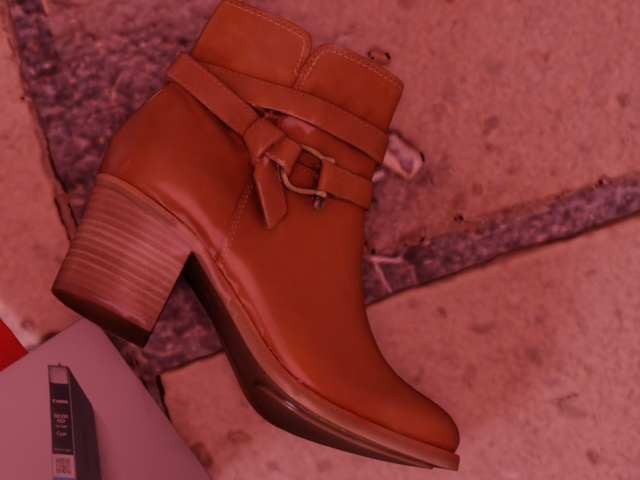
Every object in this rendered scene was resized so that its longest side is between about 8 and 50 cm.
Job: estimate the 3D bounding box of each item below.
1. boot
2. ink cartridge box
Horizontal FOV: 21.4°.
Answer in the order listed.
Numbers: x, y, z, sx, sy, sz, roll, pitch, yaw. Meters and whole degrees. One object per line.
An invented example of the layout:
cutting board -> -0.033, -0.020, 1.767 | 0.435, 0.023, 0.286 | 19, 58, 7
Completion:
boot -> 0.000, 0.000, 1.048 | 0.283, 0.109, 0.220 | 29, 74, -4
ink cartridge box -> -0.215, 0.109, 0.924 | 0.066, 0.296, 0.261 | -37, 91, 29
